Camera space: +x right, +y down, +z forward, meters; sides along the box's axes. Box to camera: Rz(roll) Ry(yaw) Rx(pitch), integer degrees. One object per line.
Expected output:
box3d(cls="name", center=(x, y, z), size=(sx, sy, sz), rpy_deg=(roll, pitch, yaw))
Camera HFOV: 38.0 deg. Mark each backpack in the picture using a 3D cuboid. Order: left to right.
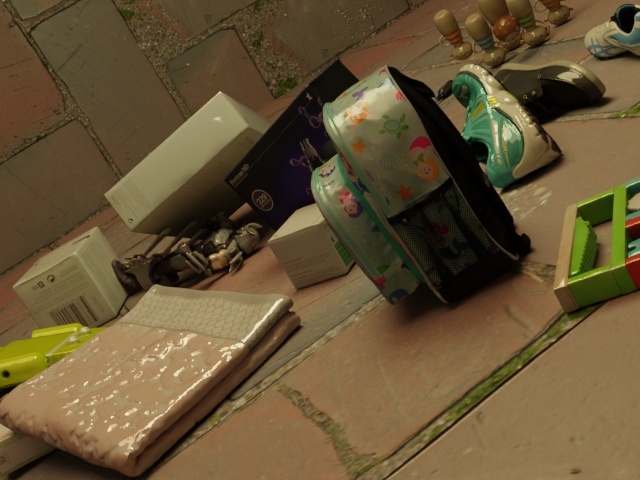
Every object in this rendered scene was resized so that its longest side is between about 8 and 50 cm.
box3d(cls="backpack", center=(0.095, -0.067, 1.067), size=(0.191, 0.253, 0.225), rpy_deg=(-28, 16, 10))

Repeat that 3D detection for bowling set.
box3d(cls="bowling set", center=(0.385, -0.431, 1.945), size=(0.287, 0.154, 0.200), rpy_deg=(-22, 36, 24))

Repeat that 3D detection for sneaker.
box3d(cls="sneaker", center=(0.238, -0.169, 1.335), size=(0.110, 0.107, 0.275), rpy_deg=(-40, 30, 12))
box3d(cls="sneaker", center=(0.332, -0.208, 1.433), size=(0.118, 0.083, 0.222), rpy_deg=(-54, 27, -11))
box3d(cls="sneaker", center=(0.493, -0.344, 1.505), size=(0.085, 0.086, 0.237), rpy_deg=(-33, 14, -2))

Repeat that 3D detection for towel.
box3d(cls="towel", center=(-0.232, 0.165, 1.233), size=(0.332, 0.053, 0.317), rpy_deg=(2, 34, 47))

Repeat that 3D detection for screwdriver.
box3d(cls="screwdriver", center=(0.234, -0.287, 1.937), size=(0.025, 0.024, 0.170), rpy_deg=(21, 49, 33))

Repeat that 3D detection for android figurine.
box3d(cls="android figurine", center=(-0.454, 0.189, 1.532), size=(0.273, 0.056, 0.248), rpy_deg=(-11, 7, 6))

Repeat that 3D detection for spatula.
box3d(cls="spatula", center=(-0.294, 0.010, 1.838), size=(0.168, 0.019, 0.242), rpy_deg=(-18, -10, -36))

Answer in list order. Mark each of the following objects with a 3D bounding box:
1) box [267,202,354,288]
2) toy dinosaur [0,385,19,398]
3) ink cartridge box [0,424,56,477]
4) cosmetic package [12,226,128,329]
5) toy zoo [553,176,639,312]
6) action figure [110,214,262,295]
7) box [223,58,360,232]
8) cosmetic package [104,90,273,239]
box3d(cls="box", center=(0.000, 0.000, 1.348), size=(0.102, 0.087, 0.101), rpy_deg=(-20, 19, 36))
box3d(cls="toy dinosaur", center=(-0.628, 0.279, 1.606), size=(0.160, 0.121, 0.313), rpy_deg=(-3, 33, 34))
box3d(cls="ink cartridge box", center=(-0.368, 0.238, 1.360), size=(0.235, 0.056, 0.171), rpy_deg=(-26, 15, -10))
box3d(cls="cosmetic package", center=(-0.490, 0.091, 1.867), size=(0.151, 0.151, 0.183), rpy_deg=(-28, 15, 8))
box3d(cls="toy zoo", center=(0.367, -0.036, 0.873), size=(0.293, 0.030, 0.192), rpy_deg=(-23, 17, 28))
box3d(cls="action figure", center=(-0.230, 0.025, 1.695), size=(0.285, 0.099, 0.185), rpy_deg=(-21, 7, 20))
box3d(cls="box", center=(-0.001, -0.117, 1.407), size=(0.261, 0.184, 0.103), rpy_deg=(-42, 2, 46))
box3d(cls="cosmetic package", center=(-0.212, -0.130, 1.798), size=(0.284, 0.097, 0.377), rpy_deg=(-38, -10, 8))
